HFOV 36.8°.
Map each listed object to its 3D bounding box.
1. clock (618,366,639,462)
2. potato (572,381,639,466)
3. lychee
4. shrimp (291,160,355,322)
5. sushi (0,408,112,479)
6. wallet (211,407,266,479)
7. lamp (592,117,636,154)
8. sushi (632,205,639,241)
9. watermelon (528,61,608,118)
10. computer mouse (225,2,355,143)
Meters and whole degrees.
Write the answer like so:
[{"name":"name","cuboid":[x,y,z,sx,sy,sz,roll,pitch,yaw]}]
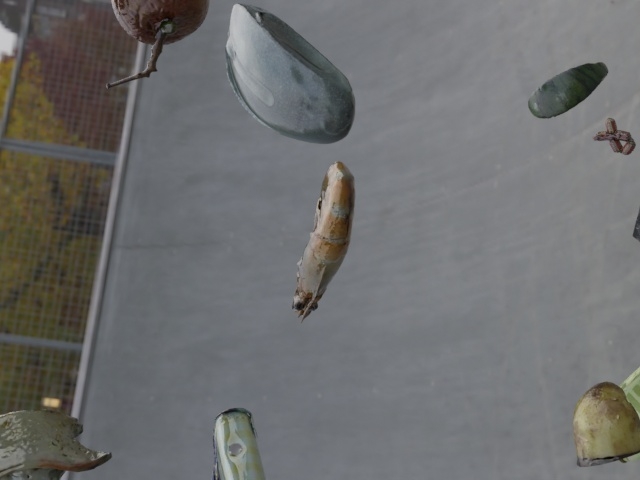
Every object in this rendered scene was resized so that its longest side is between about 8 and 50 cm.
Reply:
[{"name":"clock","cuboid":[0.602,0.262,1.684,0.286,0.117,0.348,-38,-18,-12]},{"name":"potato","cuboid":[0.380,0.250,1.314,0.096,0.066,0.103,-23,75,35]},{"name":"lychee","cuboid":[-0.167,-0.242,1.001,0.101,0.114,0.140,-21,-83,-64]},{"name":"shrimp","cuboid":[0.000,0.000,1.473,0.152,0.063,0.287,-96,19,-45]},{"name":"sushi","cuboid":[-0.368,0.253,1.028,0.134,0.272,0.109,-98,-17,-45]},{"name":"wallet","cuboid":[-0.083,0.388,1.134,0.310,0.077,0.223,-109,20,-46]},{"name":"lamp","cuboid":[0.614,-0.209,1.997,0.031,0.083,0.063,-39,-15,-43]},{"name":"sushi","cuboid":[0.411,-0.045,0.881,0.172,0.150,0.153,-43,-25,-8]},{"name":"watermelon","cuboid":[0.509,-0.324,2.017,0.181,0.075,0.092,-29,23,24]},{"name":"computer mouse","cuboid":[-0.087,-0.321,1.876,0.374,0.114,0.203,40,144,27]}]
